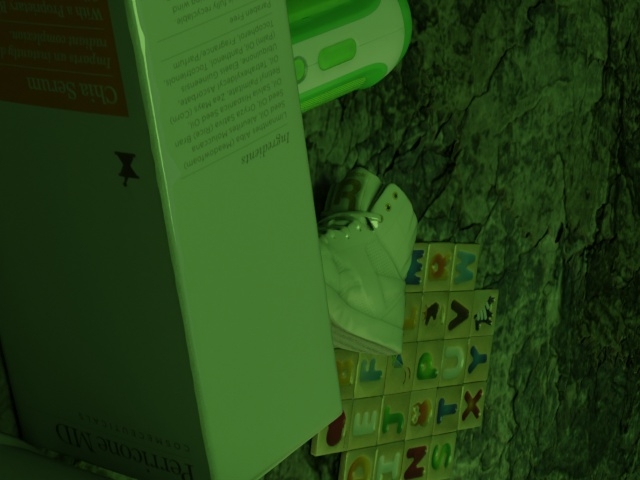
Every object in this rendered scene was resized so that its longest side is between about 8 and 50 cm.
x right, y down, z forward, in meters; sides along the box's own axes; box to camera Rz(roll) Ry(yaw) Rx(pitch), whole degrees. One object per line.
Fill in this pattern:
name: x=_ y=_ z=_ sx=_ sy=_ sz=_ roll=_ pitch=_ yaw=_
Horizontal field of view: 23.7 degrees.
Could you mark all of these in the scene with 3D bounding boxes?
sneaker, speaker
sneaker: x=0.000 y=0.000 z=1.485 sx=0.292 sy=0.108 sz=0.169 roll=30 pitch=67 yaw=-56
speaker: x=-0.046 y=-0.164 z=1.346 sx=0.296 sy=0.131 sz=0.131 roll=-29 pitch=120 yaw=-47

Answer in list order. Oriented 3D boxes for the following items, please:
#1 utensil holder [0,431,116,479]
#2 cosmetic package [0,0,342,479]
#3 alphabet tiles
utensil holder: x=-0.166 y=0.333 z=1.091 sx=0.327 sy=0.385 sz=0.327 roll=-17 pitch=112 yaw=-50
cosmetic package: x=-0.143 y=-0.050 z=1.161 sx=0.161 sy=0.230 sz=0.453 roll=-33 pitch=123 yaw=-44
alphabet tiles: x=0.103 y=0.142 z=1.721 sx=0.342 sy=0.011 sz=0.285 roll=1 pitch=98 yaw=-53
